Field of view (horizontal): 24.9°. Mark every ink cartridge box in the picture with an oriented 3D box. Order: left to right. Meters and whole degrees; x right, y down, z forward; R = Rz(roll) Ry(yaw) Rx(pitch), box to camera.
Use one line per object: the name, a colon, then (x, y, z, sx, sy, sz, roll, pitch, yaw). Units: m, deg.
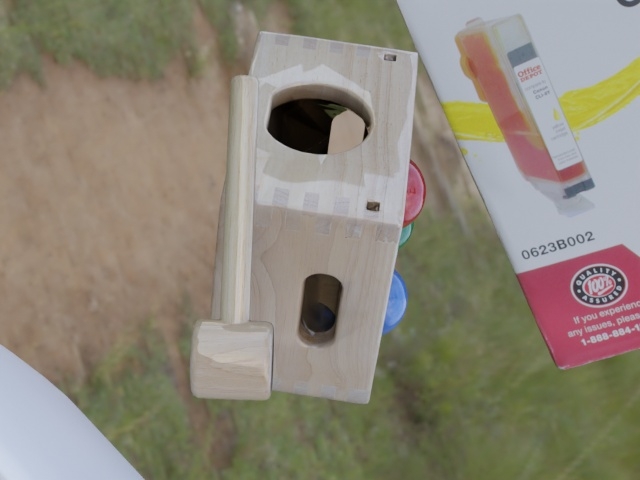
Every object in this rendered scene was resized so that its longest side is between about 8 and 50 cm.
ink cartridge box: (0.244, -0.129, 1.114, 0.385, 0.279, 0.160, 64, 25, -15)

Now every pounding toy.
pounding toy: (0.000, -0.003, 0.668, 0.206, 0.094, 0.181, -82, 180, -45)

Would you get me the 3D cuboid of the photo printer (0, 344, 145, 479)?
photo printer: (-0.076, 0.157, 0.509, 0.307, 0.107, 0.256, 43, -6, 21)
